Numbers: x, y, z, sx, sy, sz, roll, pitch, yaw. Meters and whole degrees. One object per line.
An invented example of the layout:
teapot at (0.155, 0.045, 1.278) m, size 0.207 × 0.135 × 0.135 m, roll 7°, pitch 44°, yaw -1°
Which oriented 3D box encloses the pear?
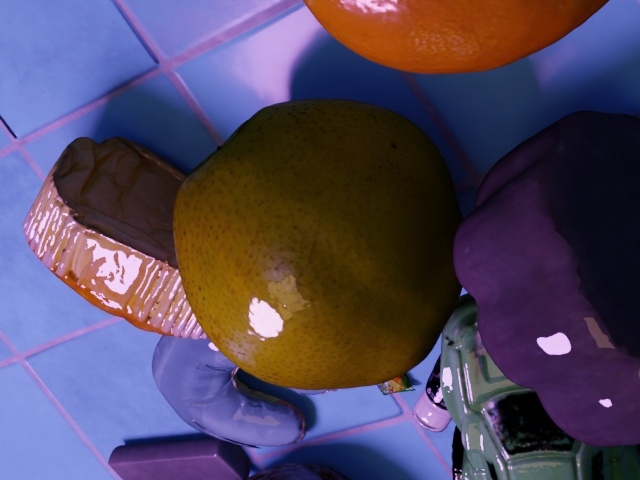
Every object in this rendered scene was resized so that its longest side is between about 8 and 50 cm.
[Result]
pear at (0.000, 0.000, 1.333) m, size 0.294 × 0.294 × 0.294 m, roll 14°, pitch 129°, yaw 18°

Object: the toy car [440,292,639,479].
toy car at (0.235, 0.217, 1.414) m, size 0.213 × 0.176 × 0.358 m, roll -5°, pitch 122°, yaw 13°

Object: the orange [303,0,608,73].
orange at (0.101, -0.282, 1.054) m, size 0.312 × 0.312 × 0.312 m, roll 14°, pitch 129°, yaw 18°

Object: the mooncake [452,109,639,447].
mooncake at (0.265, 0.040, 1.228) m, size 0.306 × 0.306 × 0.154 m, roll 45°, pitch 137°, yaw -9°

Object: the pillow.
pillow at (-0.095, 0.164, 1.628) m, size 0.214 × 0.086 × 0.233 m, roll 28°, pitch 133°, yaw -1°

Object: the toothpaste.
toothpaste at (0.158, 0.130, 1.503) m, size 0.071 × 0.045 × 0.193 m, roll 29°, pitch 126°, yaw 0°

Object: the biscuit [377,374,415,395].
biscuit at (0.068, 0.144, 1.573) m, size 0.046 × 0.016 × 0.089 m, roll -23°, pitch 111°, yaw 37°

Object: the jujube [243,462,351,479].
jujube at (-0.043, 0.409, 1.692) m, size 0.246 × 0.215 × 0.308 m, roll 29°, pitch 131°, yaw 4°

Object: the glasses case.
glasses case at (-0.186, 0.293, 1.795) m, size 0.191 × 0.042 × 0.072 m, roll -10°, pitch 125°, yaw 32°

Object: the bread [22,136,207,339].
bread at (-0.195, 0.000, 1.495) m, size 0.250 × 0.179 × 0.133 m, roll 26°, pitch 124°, yaw -5°
